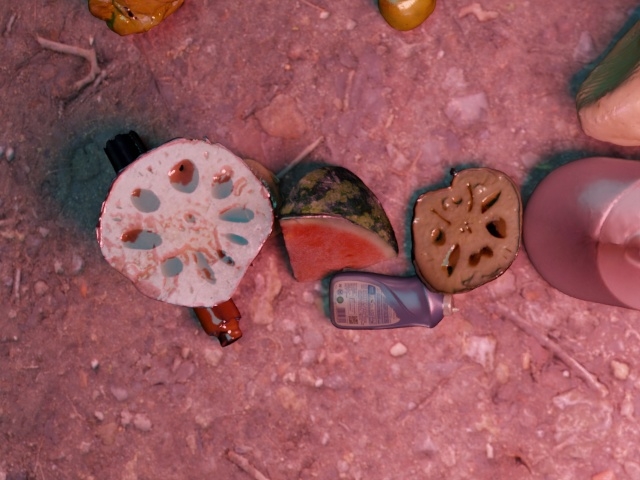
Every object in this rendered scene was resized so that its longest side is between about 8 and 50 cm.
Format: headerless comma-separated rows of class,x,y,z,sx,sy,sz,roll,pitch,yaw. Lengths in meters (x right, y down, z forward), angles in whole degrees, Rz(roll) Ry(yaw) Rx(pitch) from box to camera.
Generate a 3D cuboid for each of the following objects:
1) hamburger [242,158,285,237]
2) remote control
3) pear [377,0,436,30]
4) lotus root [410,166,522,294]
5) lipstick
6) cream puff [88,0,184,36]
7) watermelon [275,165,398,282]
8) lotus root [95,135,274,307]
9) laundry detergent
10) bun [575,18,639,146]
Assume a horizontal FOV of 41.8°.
hamburger,-0.123,-0.063,1.422,0.133,0.062,0.140,-35,77,11
remote control,0.455,-0.005,1.196,0.332,0.103,0.221,10,110,22
pear,0.133,-0.384,1.335,0.092,0.097,0.092,-8,80,50
lotus root,0.232,-0.008,1.289,0.183,0.078,0.203,-2,73,34
lipstick,-0.253,-0.006,1.454,0.077,0.077,0.418,-33,79,14
cream puff,-0.331,-0.456,1.453,0.195,0.195,0.220,-15,66,17
watermelon,0.015,-0.007,1.331,0.136,0.207,0.202,24,114,43
lotus root,-0.195,-0.021,1.315,0.272,0.192,0.272,0,86,5
laundry detergent,0.118,0.097,1.337,0.206,0.061,0.096,1,86,18
bun,0.472,-0.223,1.172,0.133,0.231,0.231,37,100,-11
